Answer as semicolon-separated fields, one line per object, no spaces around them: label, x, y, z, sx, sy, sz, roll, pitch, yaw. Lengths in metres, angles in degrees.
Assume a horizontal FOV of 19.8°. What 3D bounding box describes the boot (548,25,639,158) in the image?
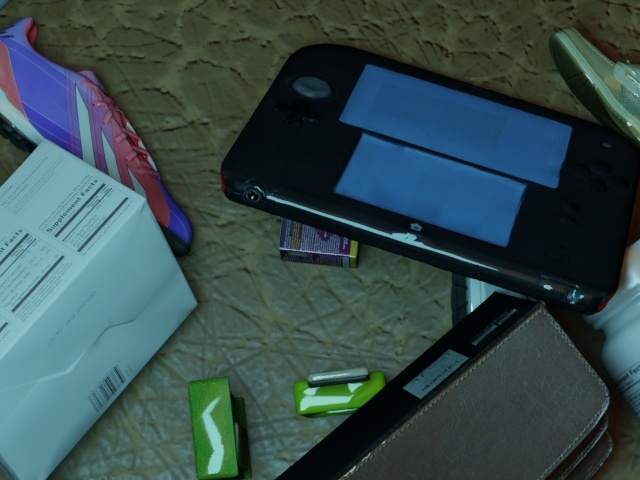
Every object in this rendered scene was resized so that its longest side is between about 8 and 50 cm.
boot;0.363;-0.182;1.942;0.165;0.077;0.213;-44;86;-6

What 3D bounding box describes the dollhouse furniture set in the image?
dollhouse furniture set;-0.013;0.285;1.825;0.197;0.151;0.302;-7;79;1

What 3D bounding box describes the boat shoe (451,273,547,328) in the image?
boat shoe;0.200;0.128;1.872;0.103;0.118;0.320;-9;83;-6

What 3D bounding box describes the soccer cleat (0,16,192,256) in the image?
soccer cleat;-0.241;-0.109;1.937;0.318;0.108;0.116;39;79;11

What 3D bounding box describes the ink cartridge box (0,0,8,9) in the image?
ink cartridge box;-0.405;-0.307;1.917;0.129;0.223;0.307;39;83;9

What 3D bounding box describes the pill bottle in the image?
pill bottle;0.382;0.132;1.837;0.160;0.160;0.283;-32;80;-4

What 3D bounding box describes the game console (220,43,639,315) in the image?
game console;0.121;-0.074;1.821;0.386;0.342;0.060;17;117;6

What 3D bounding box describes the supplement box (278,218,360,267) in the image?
supplement box;0.000;0.000;1.930;0.083;0.055;0.043;6;78;3

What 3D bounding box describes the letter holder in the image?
letter holder;0.138;0.229;1.732;0.302;0.152;0.214;-40;99;-7

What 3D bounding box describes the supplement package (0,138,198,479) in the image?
supplement package;-0.278;0.075;1.809;0.145;0.204;0.262;31;69;28
